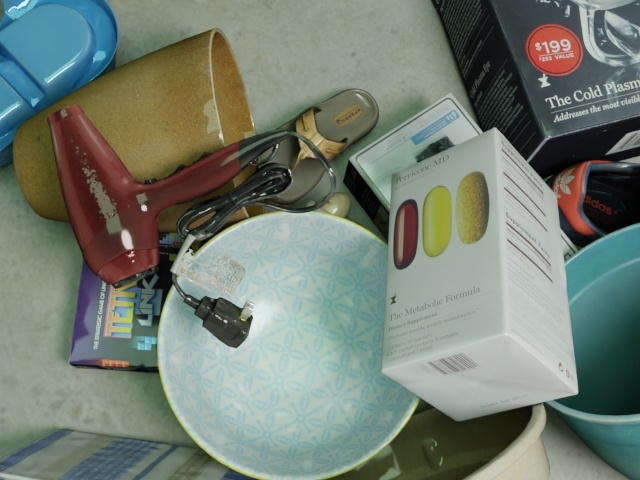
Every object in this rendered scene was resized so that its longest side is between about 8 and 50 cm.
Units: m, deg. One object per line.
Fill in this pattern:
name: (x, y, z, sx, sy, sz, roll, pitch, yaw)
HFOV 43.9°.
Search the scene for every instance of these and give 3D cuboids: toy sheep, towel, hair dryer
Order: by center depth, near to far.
hair dryer: (-0.152, -0.047, 0.813, 0.294, 0.080, 0.223, 27, 90, 0)
towel: (-0.184, 0.249, 0.820, 0.285, 0.209, 0.034, 7, 91, 6)
toy sheep: (0.000, 0.000, 0.981, 0.091, 0.091, 0.132, 27, 98, 4)

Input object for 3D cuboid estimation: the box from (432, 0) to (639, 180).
box: (0.364, -0.273, 1.035, 0.343, 0.179, 0.312, -15, 74, -8)

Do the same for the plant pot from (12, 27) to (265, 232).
plant pot: (-0.215, -0.107, 0.940, 0.254, 0.237, 0.237, -10, 75, 6)

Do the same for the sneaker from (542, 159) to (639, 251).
sneaker: (0.447, -0.018, 0.982, 0.350, 0.148, 0.131, 11, 73, -2)

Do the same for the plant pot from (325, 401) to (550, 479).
plant pot: (0.126, 0.361, 0.785, 0.334, 0.334, 0.305, -24, 88, -10)

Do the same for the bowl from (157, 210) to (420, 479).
bowl: (-0.029, 0.124, 0.903, 0.290, 0.156, 0.289, 1, 75, -2)

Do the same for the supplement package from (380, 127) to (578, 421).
supplement package: (0.157, 0.034, 0.802, 0.134, 0.139, 0.244, 38, 43, -35)

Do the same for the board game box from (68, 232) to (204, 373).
board game box: (-0.219, 0.073, 0.962, 0.141, 0.048, 0.170, 4, 74, -4)

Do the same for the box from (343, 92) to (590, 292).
box: (0.180, -0.020, 0.996, 0.169, 0.087, 0.290, -33, 79, -12)

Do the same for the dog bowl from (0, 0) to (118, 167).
dog bowl: (-0.389, -0.206, 1.017, 0.297, 0.074, 0.166, -43, 81, -15)

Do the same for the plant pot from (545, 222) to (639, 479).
plant pot: (0.393, 0.158, 0.855, 0.271, 0.272, 0.255, -46, 116, -14)

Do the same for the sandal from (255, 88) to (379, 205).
sandal: (0.004, -0.130, 1.007, 0.219, 0.060, 0.090, -38, 92, -28)
